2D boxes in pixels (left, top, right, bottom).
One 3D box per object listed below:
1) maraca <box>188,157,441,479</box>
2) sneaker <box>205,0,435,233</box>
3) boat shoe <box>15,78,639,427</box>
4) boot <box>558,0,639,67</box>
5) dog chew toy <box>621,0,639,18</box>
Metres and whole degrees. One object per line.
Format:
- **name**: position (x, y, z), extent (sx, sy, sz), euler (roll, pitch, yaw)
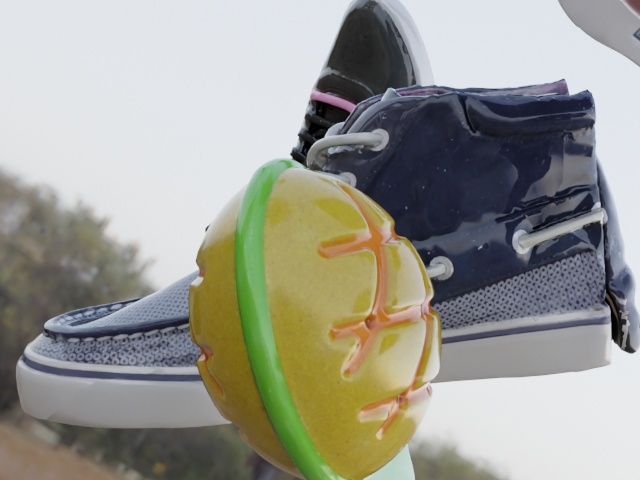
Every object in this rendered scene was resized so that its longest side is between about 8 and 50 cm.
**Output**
- **maraca**: position (0.005, 0.052, 0.671), extent (0.099, 0.127, 0.185), euler (-8, -57, 22)
- **sneaker**: position (-0.006, -0.038, 1.195), extent (0.147, 0.295, 0.104), euler (-11, 28, -45)
- **boat shoe**: position (0.000, 0.000, 0.868), extent (0.340, 0.158, 0.127), euler (-8, 12, -8)
- **boot**: position (0.270, -0.204, 1.397), extent (0.190, 0.069, 0.086), euler (40, 30, -20)
- **dog chew toy**: position (0.202, -0.255, 0.727), extent (0.207, 0.332, 0.206), euler (-9, -7, -1)
